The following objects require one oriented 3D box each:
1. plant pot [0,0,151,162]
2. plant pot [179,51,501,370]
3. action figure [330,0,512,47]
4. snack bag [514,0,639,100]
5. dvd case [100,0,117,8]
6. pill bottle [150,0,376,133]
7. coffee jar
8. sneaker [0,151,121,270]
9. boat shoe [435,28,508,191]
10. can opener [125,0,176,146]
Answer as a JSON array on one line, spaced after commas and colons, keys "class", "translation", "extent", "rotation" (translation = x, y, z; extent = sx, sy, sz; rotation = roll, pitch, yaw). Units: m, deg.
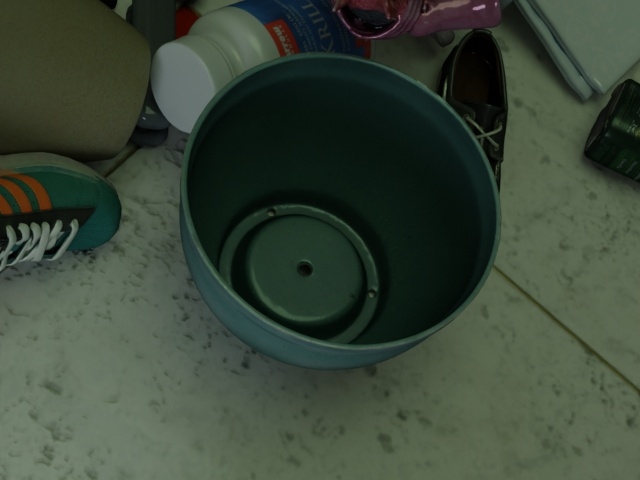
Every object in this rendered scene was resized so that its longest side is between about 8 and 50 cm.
[{"class": "plant pot", "translation": [-0.309, -0.171, 1.371], "extent": [0.274, 0.256, 0.257], "rotation": [15, 61, -26]}, {"class": "plant pot", "translation": [0.000, 0.000, 1.376], "extent": [0.293, 0.196, 0.293], "rotation": [6, 63, -12]}, {"class": "action figure", "translation": [0.067, -0.281, 1.399], "extent": [0.248, 0.276, 0.370], "rotation": [40, 39, -4]}, {"class": "snack bag", "translation": [0.307, -0.380, 1.676], "extent": [0.323, 0.037, 0.343], "rotation": [-41, 99, -28]}, {"class": "dvd case", "translation": [-0.346, -0.324, 1.538], "extent": [0.253, 0.022, 0.180], "rotation": [-2, 66, -16]}, {"class": "pill bottle", "translation": [-0.058, -0.180, 1.459], "extent": [0.221, 0.124, 0.124], "rotation": [-28, 74, -42]}, {"class": "coffee jar", "translation": [0.386, -0.091, 1.592], "extent": [0.184, 0.079, 0.096], "rotation": [30, 58, 1]}, {"class": "sneaker", "translation": [-0.301, -0.010, 1.303], "extent": [0.302, 0.108, 0.121], "rotation": [7, 45, -41]}, {"class": "boat shoe", "translation": [0.157, -0.114, 1.543], "extent": [0.084, 0.079, 0.233], "rotation": [11, 64, -12]}, {"class": "can opener", "translation": [-0.160, -0.231, 1.513], "extent": [0.093, 0.074, 0.280], "rotation": [8, 63, -12]}]
